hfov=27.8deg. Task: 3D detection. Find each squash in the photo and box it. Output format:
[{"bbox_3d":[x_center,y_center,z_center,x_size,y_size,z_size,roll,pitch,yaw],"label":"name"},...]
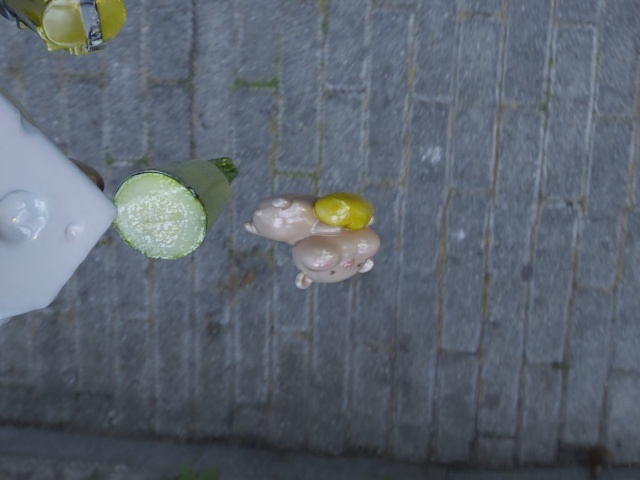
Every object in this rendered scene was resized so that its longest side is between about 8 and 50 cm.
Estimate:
[{"bbox_3d":[-0.185,-0.049,1.790,0.137,0.287,0.137,2,99,12],"label":"squash"}]

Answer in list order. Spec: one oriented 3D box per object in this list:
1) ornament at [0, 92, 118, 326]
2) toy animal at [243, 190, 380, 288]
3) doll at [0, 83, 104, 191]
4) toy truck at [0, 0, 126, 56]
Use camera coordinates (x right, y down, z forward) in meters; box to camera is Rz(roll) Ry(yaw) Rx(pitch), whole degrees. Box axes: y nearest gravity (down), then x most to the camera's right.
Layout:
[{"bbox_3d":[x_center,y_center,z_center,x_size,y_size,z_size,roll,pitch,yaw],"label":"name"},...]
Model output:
[{"bbox_3d":[-0.309,-0.022,0.693,0.240,0.240,0.239,25,74,37],"label":"ornament"},{"bbox_3d":[0.000,0.000,1.090,0.114,0.091,0.082,3,84,-24],"label":"toy animal"},{"bbox_3d":[-0.359,-0.077,1.040,0.215,0.370,0.226,-49,131,-9],"label":"doll"},{"bbox_3d":[-0.144,-0.137,0.683,0.052,0.123,0.063,-16,115,-23],"label":"toy truck"}]
